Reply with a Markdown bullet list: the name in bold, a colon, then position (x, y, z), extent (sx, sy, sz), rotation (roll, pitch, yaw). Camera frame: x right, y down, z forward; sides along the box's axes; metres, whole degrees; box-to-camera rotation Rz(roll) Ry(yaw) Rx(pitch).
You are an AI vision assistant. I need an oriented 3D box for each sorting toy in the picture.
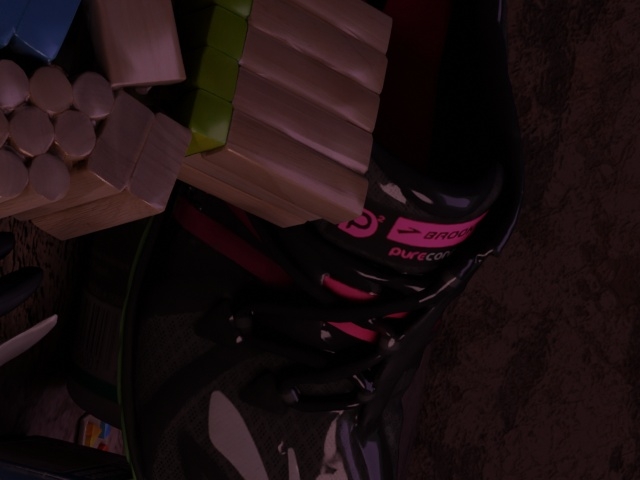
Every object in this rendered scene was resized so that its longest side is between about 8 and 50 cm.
- **sorting toy**: position (-0.165, 0.162, 1.246), extent (0.062, 0.012, 0.083), rotation (-42, 142, -71)

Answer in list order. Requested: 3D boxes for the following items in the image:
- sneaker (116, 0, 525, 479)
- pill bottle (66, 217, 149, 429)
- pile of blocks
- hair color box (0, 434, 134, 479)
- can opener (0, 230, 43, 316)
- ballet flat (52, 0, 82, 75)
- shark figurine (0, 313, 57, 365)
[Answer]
- **sneaker**: position (0.000, 0.000, 0.943), extent (0.202, 0.185, 0.483), rotation (-150, -116, -69)
- **pill bottle**: position (-0.041, -0.052, 1.137), extent (0.204, 0.204, 0.361), rotation (-23, 126, -76)
- **pile of blocks**: position (-0.133, -0.065, 0.748), extent (0.362, 0.112, 0.149), rotation (-6, 85, -41)
- **hair color box**: position (-0.194, 0.297, 1.019), extent (0.174, 0.105, 0.347), rotation (25, 78, -79)
- **can opener**: position (-0.197, 0.033, 0.871), extent (0.059, 0.073, 0.186), rotation (56, 26, -9)
- **ballet flat**: position (-0.133, -0.178, 0.838), extent (0.095, 0.096, 0.280), rotation (-109, -165, -61)
- **shark figurine**: position (-0.172, 0.082, 0.716), extent (0.166, 0.116, 0.278), rotation (-29, 159, -13)
